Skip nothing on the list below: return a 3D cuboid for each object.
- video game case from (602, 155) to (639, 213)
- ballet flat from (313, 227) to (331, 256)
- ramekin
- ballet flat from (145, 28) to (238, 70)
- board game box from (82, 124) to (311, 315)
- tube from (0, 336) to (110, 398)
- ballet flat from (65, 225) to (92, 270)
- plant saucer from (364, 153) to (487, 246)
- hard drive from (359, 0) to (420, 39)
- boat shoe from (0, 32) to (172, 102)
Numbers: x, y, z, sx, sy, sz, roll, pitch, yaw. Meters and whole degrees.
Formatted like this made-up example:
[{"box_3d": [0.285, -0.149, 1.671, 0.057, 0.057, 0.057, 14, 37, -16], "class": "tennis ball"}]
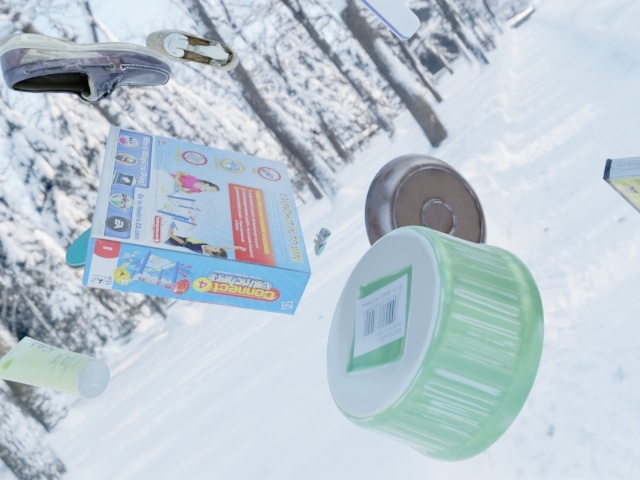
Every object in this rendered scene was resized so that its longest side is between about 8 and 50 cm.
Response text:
[{"box_3d": [0.551, -0.048, 0.888, 0.248, 0.274, 0.035, -1, 69, 48], "class": "video game case"}, {"box_3d": [0.000, 0.000, 1.856, 0.041, 0.041, 0.114, -42, -13, -33], "class": "ballet flat"}, {"box_3d": [0.134, 0.128, 0.909, 0.303, 0.148, 0.304, -47, 31, 41], "class": "ramekin"}, {"box_3d": [-0.279, -0.424, 1.489, 0.206, 0.073, 0.067, 6, 4, -15], "class": "ballet flat"}, {"box_3d": [-0.188, -0.037, 1.038, 0.308, 0.301, 0.086, -104, 31, -52], "class": "board game box"}, {"box_3d": [-0.435, 0.200, 1.073, 0.240, 0.062, 0.070, 4, -3, 35], "class": "tube"}, {"box_3d": [-0.336, -0.021, 1.206, 0.248, 0.086, 0.086, -39, 6, 0], "class": "ballet flat"}, {"box_3d": [0.235, -0.039, 1.409, 0.310, 0.311, 0.050, -41, 9, -28], "class": "plant saucer"}, {"box_3d": [0.009, -0.449, 1.047, 0.040, 0.319, 0.210, -46, -40, 17], "class": "hard drive"}, {"box_3d": [-0.386, -0.278, 1.138, 0.285, 0.093, 0.102, -2, -17, -34], "class": "boat shoe"}]
